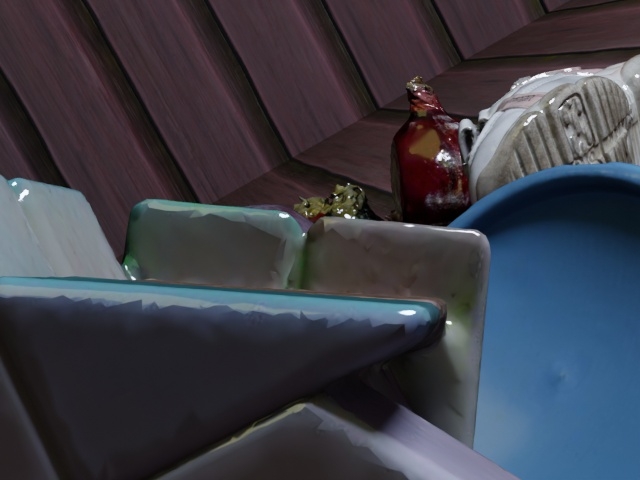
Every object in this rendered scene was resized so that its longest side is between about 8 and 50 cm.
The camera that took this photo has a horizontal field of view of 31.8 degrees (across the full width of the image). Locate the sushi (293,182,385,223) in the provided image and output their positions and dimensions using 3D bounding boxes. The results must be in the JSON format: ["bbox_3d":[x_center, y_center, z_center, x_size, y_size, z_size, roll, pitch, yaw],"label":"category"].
[{"bbox_3d":[0.000,0.000,1.490,0.212,0.115,0.147,-19,16,42],"label":"sushi"}]

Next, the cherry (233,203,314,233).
[{"bbox_3d":[-0.091,0.055,1.301,0.213,0.183,0.266,-27,9,25],"label":"cherry"}]

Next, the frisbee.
[{"bbox_3d":[0.149,0.081,0.734,0.289,0.049,0.289,-27,46,31],"label":"frisbee"}]

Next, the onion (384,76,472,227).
[{"bbox_3d":[0.157,-0.108,1.428,0.135,0.198,0.173,0,5,-8],"label":"onion"}]

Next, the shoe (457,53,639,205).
[{"bbox_3d":[0.229,-0.078,1.139,0.198,0.172,0.351,-4,14,42],"label":"shoe"}]

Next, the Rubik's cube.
[{"bbox_3d":[-0.066,0.150,0.488,0.387,0.368,0.358,-28,-5,5],"label":"Rubik's cube"}]

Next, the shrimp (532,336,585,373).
[{"bbox_3d":[0.240,0.063,0.748,0.233,0.079,0.090,-26,51,36],"label":"shrimp"}]
